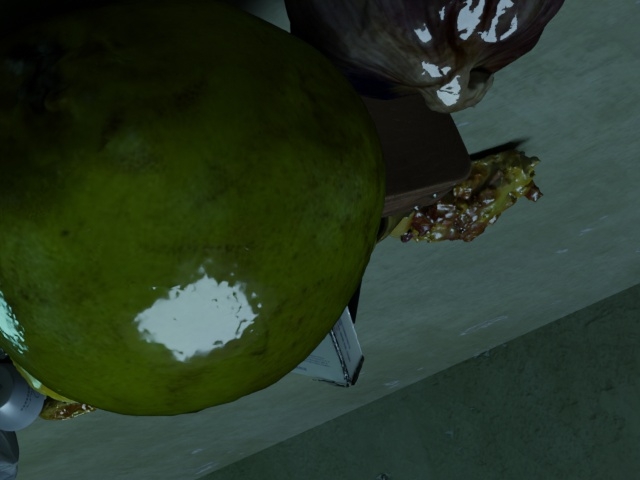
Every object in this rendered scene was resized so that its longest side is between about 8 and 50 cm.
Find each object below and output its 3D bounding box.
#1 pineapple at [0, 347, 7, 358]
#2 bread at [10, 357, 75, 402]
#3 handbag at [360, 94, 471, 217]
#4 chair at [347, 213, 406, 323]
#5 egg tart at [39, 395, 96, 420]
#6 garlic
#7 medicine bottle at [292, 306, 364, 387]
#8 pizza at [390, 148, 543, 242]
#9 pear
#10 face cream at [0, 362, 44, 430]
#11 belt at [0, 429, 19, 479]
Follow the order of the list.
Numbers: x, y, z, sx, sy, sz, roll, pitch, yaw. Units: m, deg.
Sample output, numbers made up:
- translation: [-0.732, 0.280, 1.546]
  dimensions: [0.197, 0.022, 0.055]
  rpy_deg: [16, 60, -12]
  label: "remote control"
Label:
- translation: [-0.250, 0.018, 1.571]
  dimensions: [0.248, 0.128, 0.128]
  rpy_deg: [-42, -177, -42]
  label: "pineapple"
- translation: [-0.262, 0.078, 1.838]
  dimensions: [0.197, 0.197, 0.170]
  rpy_deg: [-27, 177, 22]
  label: "bread"
- translation: [0.044, -0.095, 1.665]
  dimensions: [0.193, 0.151, 0.072]
  rpy_deg: [-16, 169, -29]
  label: "handbag"
- translation: [0.000, 0.000, 1.975]
  dimensions: [0.159, 0.172, 0.247]
  rpy_deg: [-40, -160, 53]
  label: "chair"
- translation: [-0.369, 0.234, 2.511]
  dimensions: [0.130, 0.052, 0.130]
  rpy_deg: [-20, 165, -6]
  label: "egg tart"
- translation: [0.092, -0.187, 1.363]
  dimensions: [0.245, 0.160, 0.245]
  rpy_deg: [-11, 165, -3]
  label: "garlic"
- translation: [-0.062, 0.083, 1.862]
  dimensions: [0.201, 0.052, 0.171]
  rpy_deg: [9, 141, 25]
  label: "medicine bottle"
- translation: [0.192, -0.051, 2.199]
  dimensions: [0.229, 0.081, 0.289]
  rpy_deg: [-26, 164, 18]
  label: "pizza"
- translation: [-0.125, -0.023, 1.309]
  dimensions: [0.352, 0.352, 0.413]
  rpy_deg: [-25, 159, 15]
  label: "pear"
- translation: [-0.428, 0.211, 2.259]
  dimensions: [0.091, 0.091, 0.095]
  rpy_deg: [-23, 158, 7]
  label: "face cream"
- translation: [-0.572, 0.336, 2.465]
  dimensions: [0.212, 0.117, 0.347]
  rpy_deg: [-10, 163, -30]
  label: "belt"
